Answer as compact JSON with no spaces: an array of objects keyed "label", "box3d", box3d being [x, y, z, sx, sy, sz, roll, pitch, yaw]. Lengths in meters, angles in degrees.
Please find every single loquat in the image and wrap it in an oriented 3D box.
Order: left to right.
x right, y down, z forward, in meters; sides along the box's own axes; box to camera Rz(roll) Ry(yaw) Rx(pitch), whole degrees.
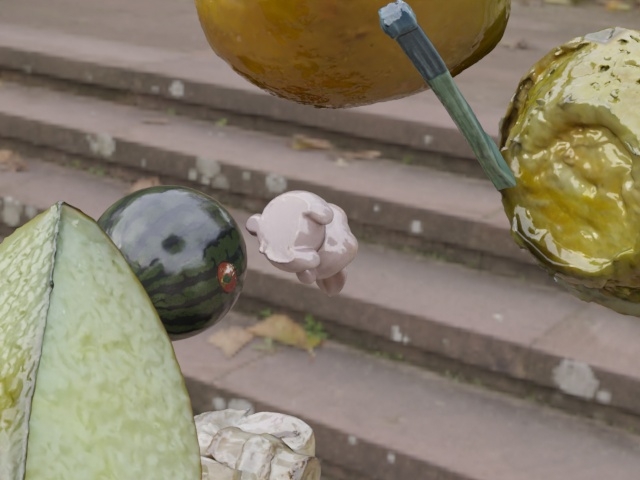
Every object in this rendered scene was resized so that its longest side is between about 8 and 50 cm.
[{"label":"loquat","box3d":[0.028,-0.247,0.903,0.284,0.276,0.276,1,16,-9]}]

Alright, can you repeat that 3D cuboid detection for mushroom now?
[{"label":"mushroom","box3d":[-0.097,0.337,1.459,0.195,0.189,0.254,10,15,30]}]

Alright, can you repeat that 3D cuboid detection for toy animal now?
[{"label":"toy animal","box3d":[0.002,0.000,1.475,0.124,0.124,0.212,14,-4,29]}]

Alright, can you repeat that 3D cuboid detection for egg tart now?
[{"label":"egg tart","box3d":[0.320,-0.066,1.248,0.345,0.345,0.132,19,25,40]}]

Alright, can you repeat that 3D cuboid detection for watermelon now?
[{"label":"watermelon","box3d":[-0.201,0.029,1.440,0.212,0.212,0.212,4,16,-1]}]

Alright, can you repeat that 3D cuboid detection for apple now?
[{"label":"apple","box3d":[-0.198,0.159,0.734,0.254,0.179,0.346,6,58,-15]}]

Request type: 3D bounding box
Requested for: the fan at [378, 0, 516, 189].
[{"label":"fan","box3d":[0.068,-0.073,0.580,0.016,0.038,0.193,-28,-28,12]}]
